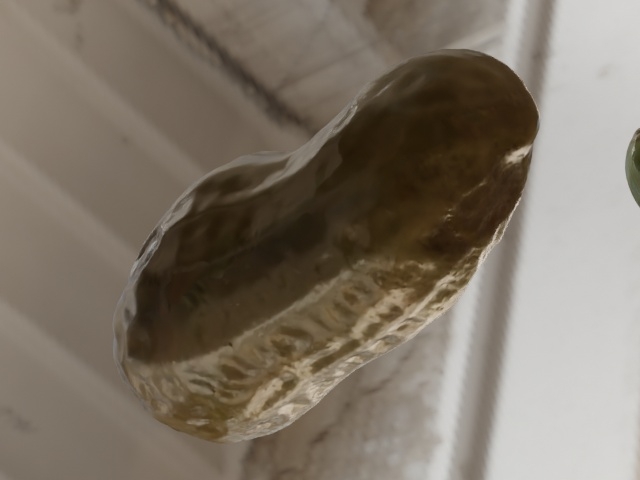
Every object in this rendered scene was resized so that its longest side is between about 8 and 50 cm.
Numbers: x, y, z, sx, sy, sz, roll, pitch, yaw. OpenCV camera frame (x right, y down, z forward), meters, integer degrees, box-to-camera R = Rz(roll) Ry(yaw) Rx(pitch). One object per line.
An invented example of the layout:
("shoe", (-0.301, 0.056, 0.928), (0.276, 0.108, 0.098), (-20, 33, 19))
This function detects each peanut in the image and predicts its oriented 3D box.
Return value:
("peanut", (0.000, 0.000, 0.844), (0.110, 0.236, 0.120), (40, -153, -17))

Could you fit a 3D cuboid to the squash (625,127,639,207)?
("squash", (0.257, 0.024, 1.063), (0.239, 0.069, 0.069), (47, -144, -5))
